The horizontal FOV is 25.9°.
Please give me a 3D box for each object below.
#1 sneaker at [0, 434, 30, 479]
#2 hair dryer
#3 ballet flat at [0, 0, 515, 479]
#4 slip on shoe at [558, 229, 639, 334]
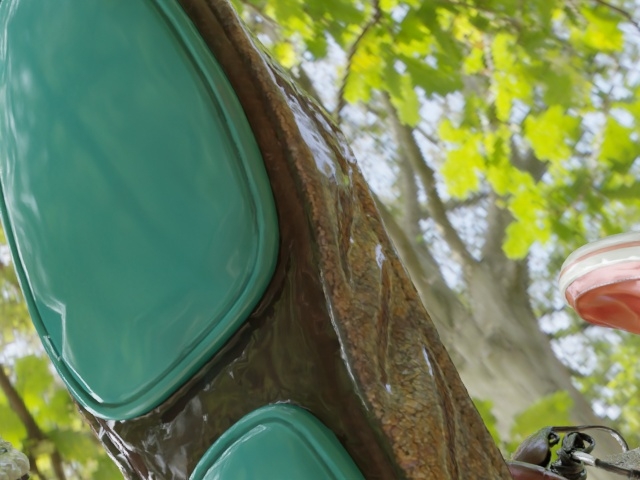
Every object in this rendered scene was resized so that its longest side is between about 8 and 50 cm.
[{"bbox_3d":[-0.202,0.081,0.548,0.107,0.275,0.110,-31,-104,5],"label":"sneaker"},{"bbox_3d":[0.183,0.228,1.269,0.294,0.223,0.080,-1,-88,-16],"label":"hair dryer"},{"bbox_3d":[-0.006,0.044,0.396,0.107,0.316,0.106,-36,-27,25],"label":"ballet flat"},{"bbox_3d":[0.269,0.062,0.796,0.123,0.331,0.101,28,-100,-44],"label":"slip on shoe"}]
